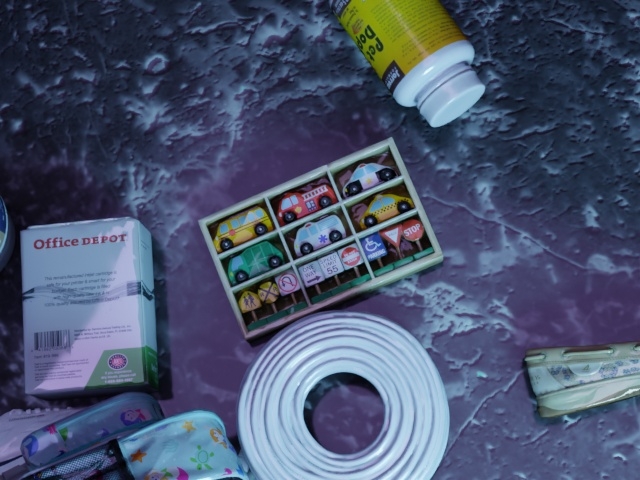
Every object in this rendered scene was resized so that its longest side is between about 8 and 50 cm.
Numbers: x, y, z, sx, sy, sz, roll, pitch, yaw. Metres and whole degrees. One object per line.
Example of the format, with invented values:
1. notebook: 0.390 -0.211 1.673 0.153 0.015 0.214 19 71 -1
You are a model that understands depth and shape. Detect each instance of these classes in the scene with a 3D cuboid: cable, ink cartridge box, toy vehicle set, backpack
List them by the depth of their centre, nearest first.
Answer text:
1. backpack: -0.212 0.288 1.630 0.254 0.225 0.191 -19 61 -9
2. cable: 0.025 0.206 1.699 0.257 0.089 0.257 5 78 6
3. ink cartridge box: -0.283 0.085 1.753 0.153 0.087 0.208 -5 78 4
4. toy vehicle set: 0.000 0.000 1.775 0.267 0.035 0.166 -23 77 -1

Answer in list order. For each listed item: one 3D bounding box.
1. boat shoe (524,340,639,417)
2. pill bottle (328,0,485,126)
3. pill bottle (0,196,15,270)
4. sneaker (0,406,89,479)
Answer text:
1. boat shoe: 0.385 0.132 1.678 0.285 0.104 0.089 -17 79 2
2. pill bottle: 0.111 -0.250 1.780 0.117 0.117 0.215 -34 77 -3
3. pill bottle: -0.463 -0.028 1.703 0.153 0.264 0.153 -1 78 5
4. sneaker: -0.340 0.239 1.729 0.235 0.090 0.095 -20 53 -7
